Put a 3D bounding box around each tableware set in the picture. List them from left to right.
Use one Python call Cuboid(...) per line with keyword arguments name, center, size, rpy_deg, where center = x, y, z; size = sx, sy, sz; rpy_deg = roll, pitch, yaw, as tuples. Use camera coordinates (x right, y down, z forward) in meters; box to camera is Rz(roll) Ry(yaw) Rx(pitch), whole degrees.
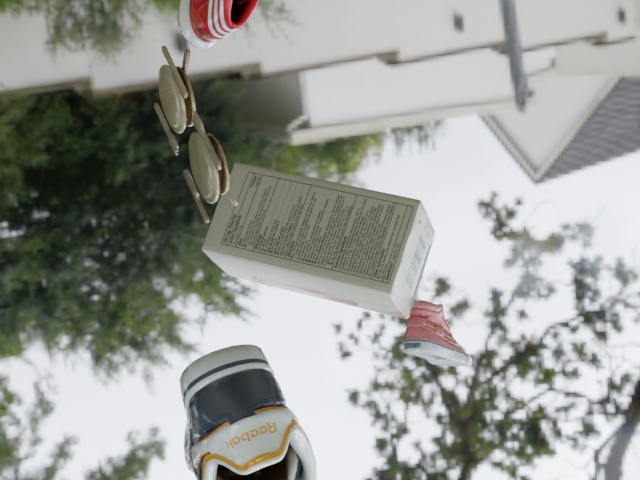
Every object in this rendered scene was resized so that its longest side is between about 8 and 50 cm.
Cuboid(name="tableware set", center=(-0.149, -0.134, 1.340), size=(0.039, 0.194, 0.128), rpy_deg=(-16, 154, -22))

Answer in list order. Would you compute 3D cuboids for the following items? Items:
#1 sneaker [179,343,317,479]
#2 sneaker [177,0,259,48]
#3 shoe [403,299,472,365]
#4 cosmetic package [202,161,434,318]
Cuboid(name="sneaker", center=(-0.073, 0.227, 1.123), size=(0.126, 0.127, 0.321), rpy_deg=(-22, 153, -6))
Cuboid(name="sneaker", center=(-0.115, -0.361, 1.392), size=(0.087, 0.221, 0.128), rpy_deg=(0, 175, -43))
Cuboid(name="shoe", center=(0.184, 0.144, 1.695), size=(0.064, 0.081, 0.178), rpy_deg=(-5, 163, 32))
Cuboid(name="cosmetic package", center=(0.000, 0.000, 1.613), size=(0.296, 0.153, 0.129), rpy_deg=(14, 163, 20))
